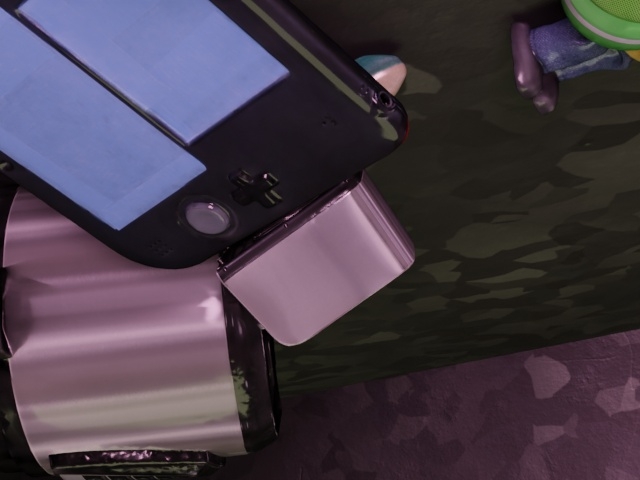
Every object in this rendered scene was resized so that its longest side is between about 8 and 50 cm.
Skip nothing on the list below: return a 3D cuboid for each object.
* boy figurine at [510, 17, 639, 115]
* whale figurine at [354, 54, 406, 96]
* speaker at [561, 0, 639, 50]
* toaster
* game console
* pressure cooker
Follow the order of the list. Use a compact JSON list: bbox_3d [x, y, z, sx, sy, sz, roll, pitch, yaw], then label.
[{"bbox_3d":[0.337,-0.199,0.996,0.285,0.092,0.177,-9,162,26],"label":"boy figurine"},{"bbox_3d":[-0.050,-0.138,1.042,0.272,0.141,0.216,-26,172,-21],"label":"whale figurine"},{"bbox_3d":[0.263,-0.259,0.752,0.131,0.131,0.296,-6,161,-3],"label":"speaker"},{"bbox_3d":[0.000,0.000,1.008,0.185,0.110,0.168,-36,-169,7],"label":"toaster"},{"bbox_3d":[-0.172,-0.133,0.826,0.386,0.060,0.342,38,140,-26],"label":"game console"},{"bbox_3d":[-0.268,0.099,1.263,0.420,0.376,0.370,-6,127,-2],"label":"pressure cooker"}]
